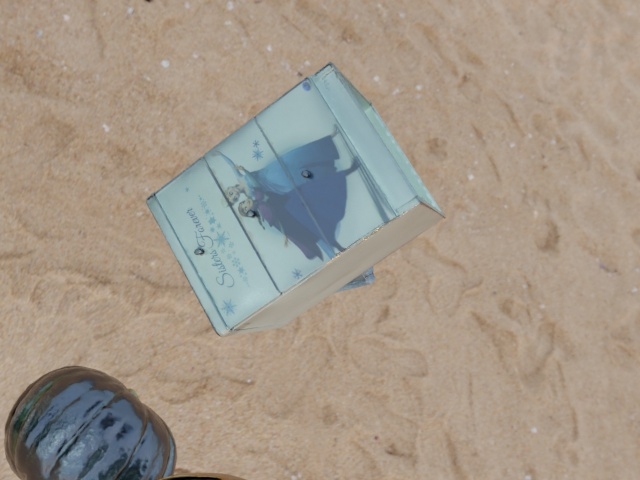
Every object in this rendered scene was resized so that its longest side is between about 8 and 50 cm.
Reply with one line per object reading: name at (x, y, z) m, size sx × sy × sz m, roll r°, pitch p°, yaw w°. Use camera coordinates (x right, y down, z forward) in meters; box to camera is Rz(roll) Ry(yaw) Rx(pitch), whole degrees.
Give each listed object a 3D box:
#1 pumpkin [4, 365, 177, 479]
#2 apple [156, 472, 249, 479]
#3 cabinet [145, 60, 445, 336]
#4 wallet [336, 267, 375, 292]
pumpkin at (-0.283, 0.256, 0.865) m, size 0.220 × 0.220 × 0.162 m, roll 40°, pitch 71°, yaw -12°
apple at (-0.130, 0.341, 0.674) m, size 0.236 × 0.208 × 0.237 m, roll -7°, pitch 53°, yaw 9°
cabinet at (-0.017, -0.030, 0.640) m, size 0.145 × 0.206 × 0.150 m, roll 59°, pitch 14°, yaw 14°
wallet at (0.000, 0.000, 0.761) m, size 0.129 × 0.088 × 0.026 m, roll 61°, pitch 33°, yaw -22°
